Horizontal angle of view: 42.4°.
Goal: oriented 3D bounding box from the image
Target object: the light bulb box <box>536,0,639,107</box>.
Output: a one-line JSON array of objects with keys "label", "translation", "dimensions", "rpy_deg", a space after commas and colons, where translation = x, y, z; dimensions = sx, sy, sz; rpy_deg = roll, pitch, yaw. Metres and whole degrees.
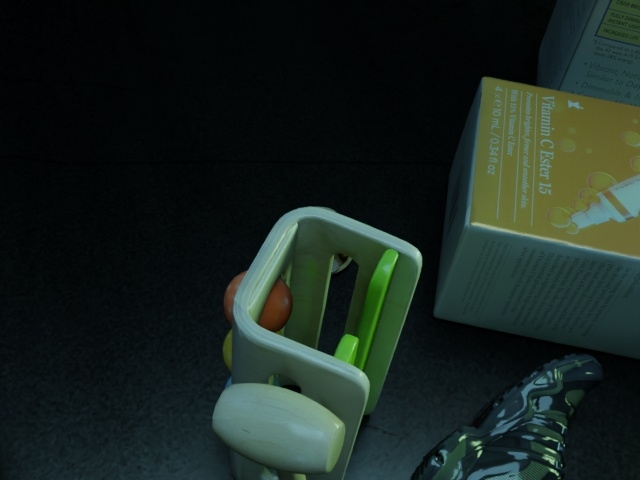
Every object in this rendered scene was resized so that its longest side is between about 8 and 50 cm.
[{"label": "light bulb box", "translation": [0.473, -0.267, 0.962], "dimensions": [0.357, 0.361, 0.225], "rpy_deg": [12, 53, 2]}]

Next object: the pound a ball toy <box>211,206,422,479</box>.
[{"label": "pound a ball toy", "translation": [-0.031, 0.122, 0.642], "dimensions": [0.135, 0.319, 0.208], "rpy_deg": [21, 54, 10]}]

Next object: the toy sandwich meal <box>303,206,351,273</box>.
[{"label": "toy sandwich meal", "translation": [0.000, 0.000, 0.917], "dimensions": [0.085, 0.029, 0.086], "rpy_deg": [3, 53, -4]}]

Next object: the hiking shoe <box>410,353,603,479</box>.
[{"label": "hiking shoe", "translation": [0.194, 0.198, 0.770], "dimensions": [0.226, 0.086, 0.114], "rpy_deg": [-32, 76, -20]}]

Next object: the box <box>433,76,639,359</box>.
[{"label": "box", "translation": [0.312, -0.013, 0.874], "dimensions": [0.345, 0.168, 0.215], "rpy_deg": [11, 53, 2]}]
